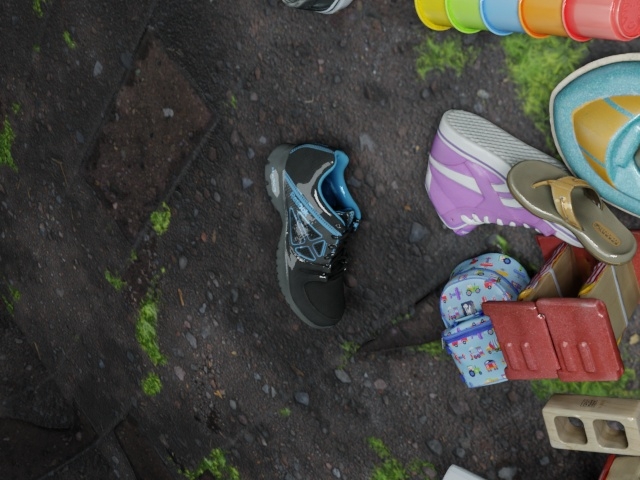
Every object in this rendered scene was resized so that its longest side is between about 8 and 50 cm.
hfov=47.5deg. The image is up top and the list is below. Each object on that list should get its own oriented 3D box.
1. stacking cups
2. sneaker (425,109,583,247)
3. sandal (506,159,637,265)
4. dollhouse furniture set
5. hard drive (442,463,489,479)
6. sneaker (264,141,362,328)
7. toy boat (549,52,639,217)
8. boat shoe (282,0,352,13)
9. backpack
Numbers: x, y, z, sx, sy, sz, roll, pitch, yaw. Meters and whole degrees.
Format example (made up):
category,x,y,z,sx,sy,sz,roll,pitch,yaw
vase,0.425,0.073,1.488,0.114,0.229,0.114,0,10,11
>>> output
category,x,y,z,sx,sy,sz,roll,pitch,yaw
stacking cups,0.241,-0.275,0.859,0.316,0.096,0.096,36,133,52
sneaker,0.264,-0.049,1.025,0.282,0.102,0.161,44,136,31
sandal,0.311,-0.042,0.883,0.180,0.072,0.049,42,162,15
dollhouse furniture set,0.372,0.193,0.974,0.152,0.201,0.374,-7,111,42
hard drive,0.370,0.443,1.043,0.233,0.047,0.353,41,163,-35
sneaker,0.000,0.000,1.251,0.140,0.125,0.340,1,112,35
toy boat,0.394,-0.166,0.815,0.267,0.148,0.318,31,127,27
boat shoe,0.039,-0.462,1.008,0.121,0.119,0.335,39,130,21
backpack,0.252,0.114,1.089,0.158,0.117,0.173,-23,92,45
